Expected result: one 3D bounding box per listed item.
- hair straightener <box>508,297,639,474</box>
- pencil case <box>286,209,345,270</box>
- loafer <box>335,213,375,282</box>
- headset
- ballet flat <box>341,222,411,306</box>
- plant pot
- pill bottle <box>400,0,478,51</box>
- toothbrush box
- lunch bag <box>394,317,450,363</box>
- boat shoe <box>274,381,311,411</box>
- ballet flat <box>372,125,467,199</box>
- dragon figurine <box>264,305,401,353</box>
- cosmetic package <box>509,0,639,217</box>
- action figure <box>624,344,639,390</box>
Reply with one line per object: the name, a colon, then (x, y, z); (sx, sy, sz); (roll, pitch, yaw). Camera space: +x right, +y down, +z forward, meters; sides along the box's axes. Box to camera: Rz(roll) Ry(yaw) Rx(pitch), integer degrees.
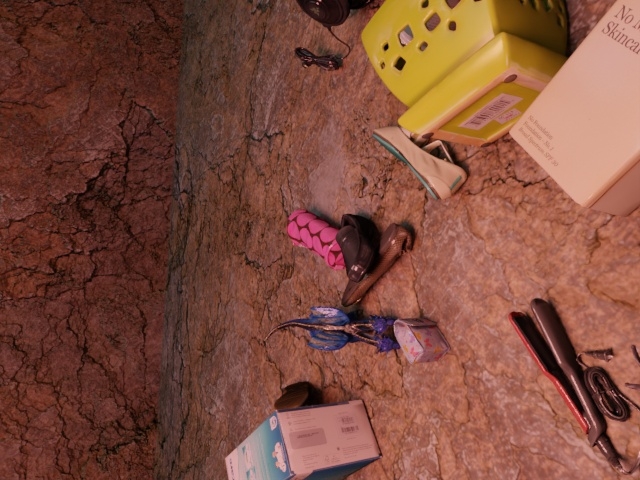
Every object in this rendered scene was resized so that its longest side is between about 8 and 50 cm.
hair straightener: (0.336, 0.174, 0.587); (0.089, 0.047, 0.231); (-51, 45, 40)
pencil case: (0.000, 0.000, 1.104); (0.209, 0.095, 0.098); (34, 106, 52)
loafer: (0.066, 0.009, 0.929); (0.076, 0.078, 0.223); (-60, 9, 27)
headset: (0.018, -0.575, 1.028); (0.185, 0.243, 0.395); (24, 141, 19)
ballet flat: (0.115, 0.063, 0.950); (0.250, 0.058, 0.084); (-58, 12, 37)
plant pot: (0.228, -0.275, 0.683); (0.228, 0.227, 0.207); (-33, 64, 50)
pill bottle: (0.199, -0.418, 0.781); (0.229, 0.131, 0.131); (117, 149, -68)
toothbrush box: (-0.048, 0.467, 0.981); (0.296, 0.216, 0.126); (-55, 42, 39)
lunch bag: (0.177, 0.171, 0.814); (0.053, 0.071, 0.083); (-62, 38, 32)
boat shoe: (-0.056, 0.391, 1.078); (0.223, 0.080, 0.074); (70, -178, -85)
ballet flat: (0.187, -0.167, 0.867); (0.086, 0.086, 0.249); (-63, 39, 29)
dragon figurine: (0.019, 0.180, 0.942); (0.144, 0.288, 0.085); (59, -145, -81)
cosmetic package: (0.389, -0.193, 0.513); (0.310, 0.113, 0.160); (-59, 40, 35)
action figure: (0.403, 0.170, 0.402); (0.275, 0.140, 0.164); (16, 100, 54)
